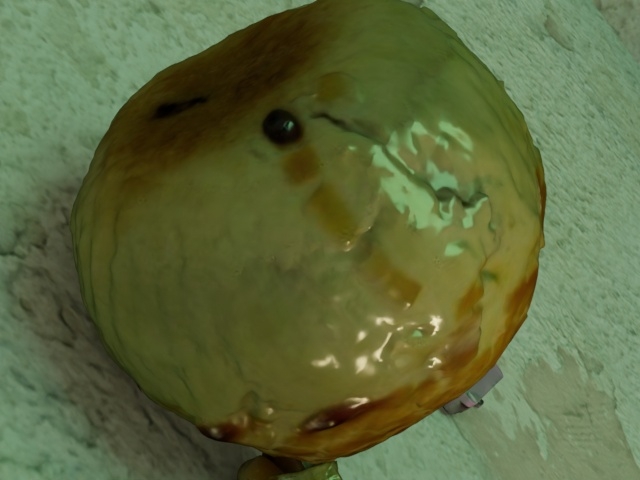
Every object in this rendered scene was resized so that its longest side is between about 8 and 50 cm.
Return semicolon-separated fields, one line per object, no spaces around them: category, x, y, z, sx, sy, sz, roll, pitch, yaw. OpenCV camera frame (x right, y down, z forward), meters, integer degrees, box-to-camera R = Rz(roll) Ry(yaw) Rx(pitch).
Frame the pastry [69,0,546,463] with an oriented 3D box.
pastry;0.000;0.000;1.240;0.312;0.389;0.388;58;23;-31

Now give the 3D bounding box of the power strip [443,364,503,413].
power strip;0.094;0.058;1.648;0.279;0.037;0.109;56;28;3

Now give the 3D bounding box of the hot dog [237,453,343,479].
hot dog;0.014;0.278;1.257;0.109;0.072;0.269;-6;63;-56
